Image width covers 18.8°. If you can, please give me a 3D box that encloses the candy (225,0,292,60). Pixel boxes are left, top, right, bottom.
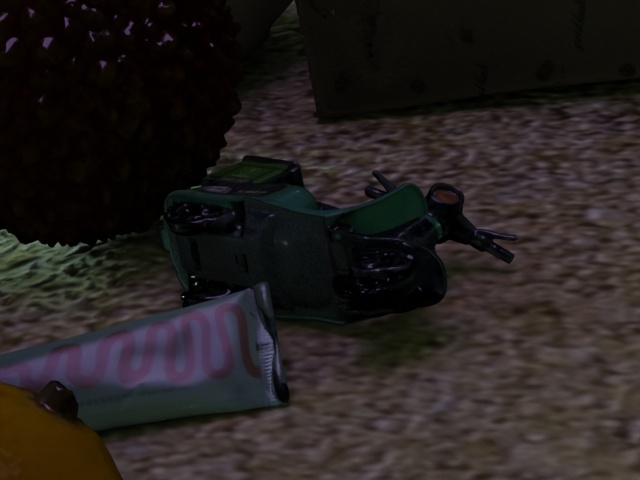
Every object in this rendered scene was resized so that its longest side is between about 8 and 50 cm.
[{"bbox_3d":[-0.155,-0.181,1.171,0.295,0.185,0.295,-10,20,4],"label":"candy"}]

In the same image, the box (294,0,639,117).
[{"bbox_3d":[0.139,-0.204,1.067,0.297,0.190,0.225,-5,28,18],"label":"box"}]

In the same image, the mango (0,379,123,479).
[{"bbox_3d":[-0.159,0.127,0.591,0.227,0.147,0.109,-25,-6,9],"label":"mango"}]

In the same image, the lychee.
[{"bbox_3d":[-0.124,-0.092,0.958,0.188,0.188,0.188,-11,25,5],"label":"lychee"}]

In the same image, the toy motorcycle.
[{"bbox_3d":[0.000,0.000,0.866,0.173,0.058,0.100,9,27,43],"label":"toy motorcycle"}]

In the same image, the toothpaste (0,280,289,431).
[{"bbox_3d":[-0.117,0.064,0.811,0.205,0.036,0.056,-12,65,2],"label":"toothpaste"}]
